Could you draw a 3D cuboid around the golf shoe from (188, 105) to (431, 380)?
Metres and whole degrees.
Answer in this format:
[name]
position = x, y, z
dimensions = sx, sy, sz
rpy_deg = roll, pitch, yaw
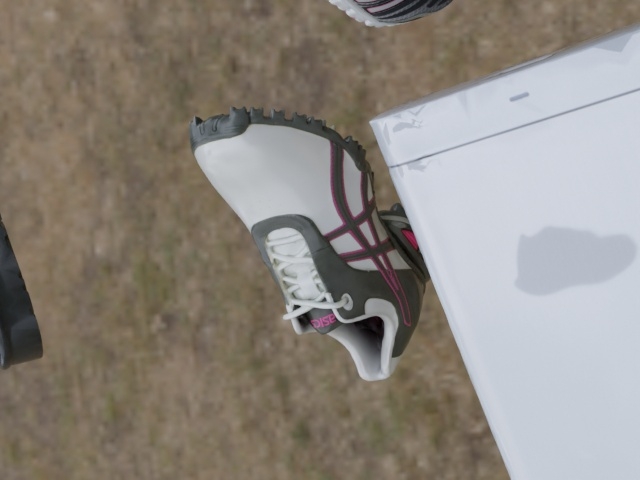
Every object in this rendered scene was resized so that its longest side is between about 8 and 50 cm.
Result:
[golf shoe]
position = 0.000, 0.000, 1.162
dimensions = 0.105, 0.273, 0.120
rpy_deg = -14, 53, 33

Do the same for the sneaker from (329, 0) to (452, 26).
[sneaker]
position = 0.038, -0.156, 0.845
dimensions = 0.074, 0.170, 0.063
rpy_deg = -4, 84, 37

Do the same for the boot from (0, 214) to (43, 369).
[boot]
position = -0.404, -0.006, 1.307
dimensions = 0.131, 0.260, 0.348
rpy_deg = 99, 149, -59

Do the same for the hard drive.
[hard drive]
position = 0.190, 0.055, 0.971
dimensions = 0.233, 0.047, 0.353
rpy_deg = -16, 100, 40
